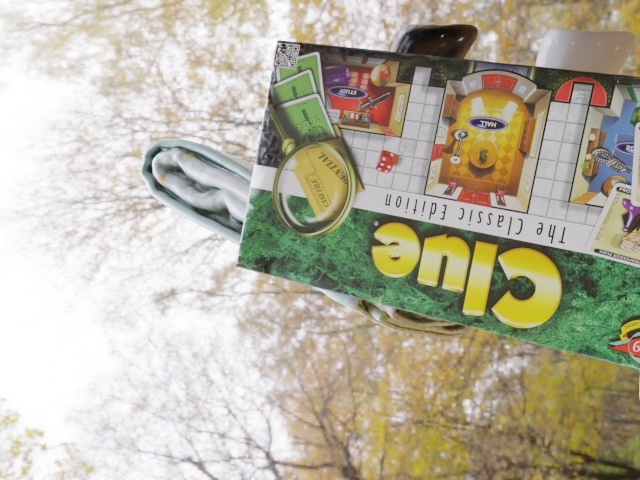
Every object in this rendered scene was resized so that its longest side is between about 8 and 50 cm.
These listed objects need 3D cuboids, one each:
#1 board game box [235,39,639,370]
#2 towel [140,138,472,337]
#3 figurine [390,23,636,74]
[{"bbox_3d":[0.081,-0.024,0.427,0.030,0.260,0.136,-1,-78,-63],"label":"board game box"},{"bbox_3d":[0.000,0.000,1.033,0.090,0.374,0.320,-61,-29,5],"label":"towel"},{"bbox_3d":[0.111,-0.102,0.626,0.209,0.215,0.092,-54,-40,-33],"label":"figurine"}]
